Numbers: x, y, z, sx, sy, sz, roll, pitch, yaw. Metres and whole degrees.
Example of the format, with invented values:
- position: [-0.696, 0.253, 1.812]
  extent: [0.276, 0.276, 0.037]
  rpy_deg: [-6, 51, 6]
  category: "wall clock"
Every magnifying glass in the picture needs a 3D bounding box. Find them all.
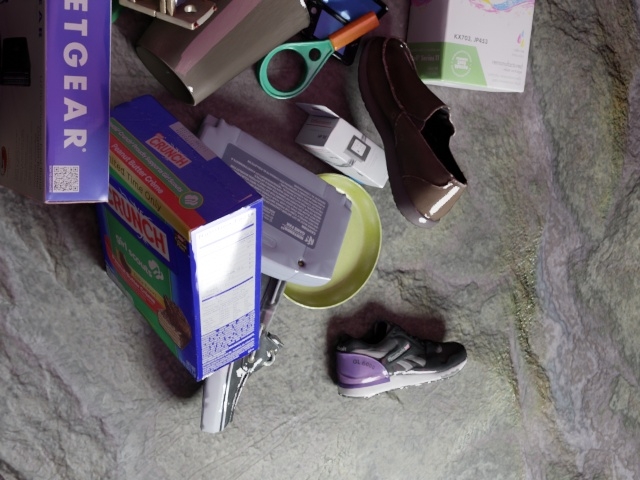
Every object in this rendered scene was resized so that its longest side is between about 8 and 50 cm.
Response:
- position: [-0.003, -0.318, 1.586]
  extent: [0.231, 0.026, 0.092]
  rpy_deg: [-33, 118, -10]
  category: "magnifying glass"

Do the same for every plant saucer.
- position: [0.000, 0.000, 1.666]
  extent: [0.241, 0.037, 0.241]
  rpy_deg: [-6, 101, -31]
  category: "plant saucer"

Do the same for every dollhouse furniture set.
- position: [-0.186, -0.417, 1.348]
  extent: [0.183, 0.129, 0.129]
  rpy_deg: [-55, 161, -40]
  category: "dollhouse furniture set"

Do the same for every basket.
- position: [-0.162, -0.331, 1.443]
  extent: [0.227, 0.154, 0.204]
  rpy_deg: [-47, 115, -13]
  category: "basket"

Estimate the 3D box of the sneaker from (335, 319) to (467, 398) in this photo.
- position: [0.158, 0.205, 1.767]
  extent: [0.283, 0.107, 0.124]
  rpy_deg: [-10, 98, -31]
  category: "sneaker"

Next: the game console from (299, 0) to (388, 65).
- position: [0.040, -0.375, 1.602]
  extent: [0.122, 0.071, 0.107]
  rpy_deg: [29, 70, -32]
  category: "game console"

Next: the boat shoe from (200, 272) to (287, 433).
- position: [-0.117, 0.162, 1.550]
  extent: [0.119, 0.121, 0.335]
  rpy_deg: [14, 94, -9]
  category: "boat shoe"

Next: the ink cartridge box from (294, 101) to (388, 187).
- position: [0.030, -0.163, 1.617]
  extent: [0.180, 0.104, 0.060]
  rpy_deg: [32, 82, -32]
  category: "ink cartridge box"

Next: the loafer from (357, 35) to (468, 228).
- position: [0.172, -0.203, 1.604]
  extent: [0.134, 0.130, 0.365]
  rpy_deg: [10, 58, -50]
  category: "loafer"

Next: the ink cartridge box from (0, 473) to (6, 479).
- position: [-0.570, 0.325, 1.154]
  extent: [0.285, 0.395, 0.166]
  rpy_deg: [12, 90, -33]
  category: "ink cartridge box"

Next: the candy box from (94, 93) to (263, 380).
- position: [-0.205, -0.001, 1.328]
  extent: [0.122, 0.268, 0.317]
  rpy_deg: [-28, 144, -29]
  category: "candy box"

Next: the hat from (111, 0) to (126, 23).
- position: [-0.366, -0.427, 1.358]
  extent: [0.184, 0.173, 0.208]
  rpy_deg: [30, 69, 9]
  category: "hat"

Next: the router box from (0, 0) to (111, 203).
- position: [-0.364, -0.231, 1.238]
  extent: [0.082, 0.301, 0.335]
  rpy_deg: [-3, 99, -32]
  category: "router box"

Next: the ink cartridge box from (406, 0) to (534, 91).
- position: [0.281, -0.457, 1.713]
  extent: [0.207, 0.119, 0.353]
  rpy_deg: [1, 98, -32]
  category: "ink cartridge box"

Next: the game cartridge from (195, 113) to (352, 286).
- position: [-0.093, -0.053, 1.518]
  extent: [0.294, 0.060, 0.196]
  rpy_deg: [31, 53, -19]
  category: "game cartridge"
